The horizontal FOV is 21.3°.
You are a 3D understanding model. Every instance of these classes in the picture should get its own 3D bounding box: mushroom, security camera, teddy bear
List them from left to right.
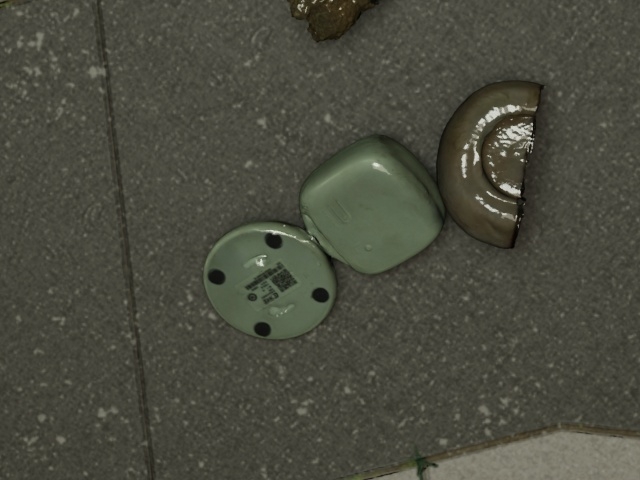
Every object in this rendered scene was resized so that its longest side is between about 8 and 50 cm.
[{"bbox_3d":[0.000,0.000,1.967,0.301,0.080,0.157,-34,111,20],"label":"security camera"},{"bbox_3d":[0.054,-0.334,1.872,0.251,0.129,0.182,-51,136,2],"label":"teddy bear"},{"bbox_3d":[0.188,-0.087,1.901,0.117,0.141,0.188,5,84,15],"label":"mushroom"}]
